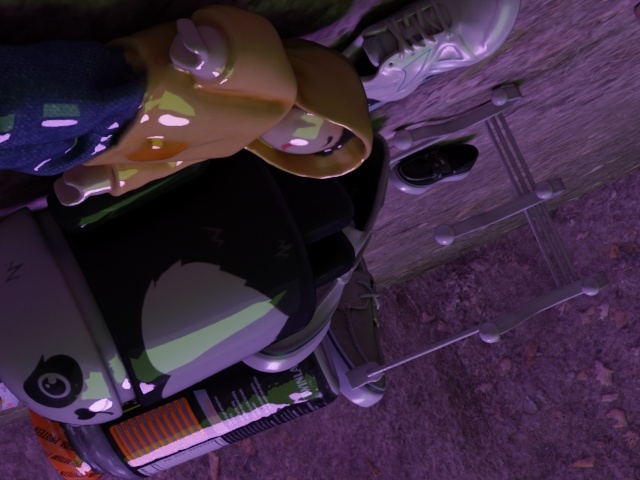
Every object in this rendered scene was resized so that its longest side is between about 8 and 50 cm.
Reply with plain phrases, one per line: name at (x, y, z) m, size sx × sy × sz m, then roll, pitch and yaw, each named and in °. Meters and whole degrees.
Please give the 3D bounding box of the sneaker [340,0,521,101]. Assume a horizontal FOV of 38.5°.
sneaker at (0.065, -0.131, 0.601) m, size 0.061 × 0.053 × 0.152 m, roll -11°, pitch 168°, yaw -43°

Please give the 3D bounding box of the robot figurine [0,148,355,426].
robot figurine at (-0.111, 0.024, 0.677) m, size 0.278 × 0.209 × 0.173 m, roll -25°, pitch -164°, yaw -17°

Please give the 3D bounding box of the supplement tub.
supplement tub at (-0.154, 0.147, 1.038) m, size 0.316 × 0.193 × 0.193 m, roll -21°, pitch 173°, yaw 2°

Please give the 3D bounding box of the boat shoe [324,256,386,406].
boat shoe at (0.027, 0.074, 1.195) m, size 0.094 × 0.302 × 0.109 m, roll -38°, pitch 138°, yaw 19°

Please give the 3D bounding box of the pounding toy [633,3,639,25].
pounding toy at (0.378, -0.180, 0.800) m, size 0.130 × 0.141 × 0.100 m, roll -21°, pitch 172°, yaw -7°

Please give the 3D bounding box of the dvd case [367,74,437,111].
dvd case at (0.064, -0.134, 0.726) m, size 0.119 × 0.013 × 0.087 m, roll -27°, pitch 171°, yaw 26°

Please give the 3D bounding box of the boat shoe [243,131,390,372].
boat shoe at (0.000, 0.000, 0.850) m, size 0.267 × 0.096 × 0.088 m, roll -54°, pitch 169°, yaw -37°

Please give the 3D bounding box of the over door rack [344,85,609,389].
over door rack at (0.111, 0.008, 0.997) m, size 0.324 × 0.239 × 0.108 m, roll -26°, pitch 172°, yaw 26°

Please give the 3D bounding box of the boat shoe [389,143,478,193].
boat shoe at (0.141, -0.094, 1.129) m, size 0.142 × 0.049 × 0.040 m, roll -17°, pitch 152°, yaw -42°

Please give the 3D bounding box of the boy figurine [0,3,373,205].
boy figurine at (-0.086, -0.065, 0.504) m, size 0.285 × 0.092 × 0.177 m, roll -10°, pitch 163°, yaw -45°

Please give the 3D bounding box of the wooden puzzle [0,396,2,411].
wooden puzzle at (-0.598, 0.251, 1.074) m, size 0.348 × 0.080 × 0.322 m, roll -10°, pitch 173°, yaw 5°

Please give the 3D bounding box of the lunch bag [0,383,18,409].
lunch bag at (-0.542, 0.247, 1.540) m, size 0.071 × 0.053 × 0.083 m, roll -14°, pitch 144°, yaw -44°
